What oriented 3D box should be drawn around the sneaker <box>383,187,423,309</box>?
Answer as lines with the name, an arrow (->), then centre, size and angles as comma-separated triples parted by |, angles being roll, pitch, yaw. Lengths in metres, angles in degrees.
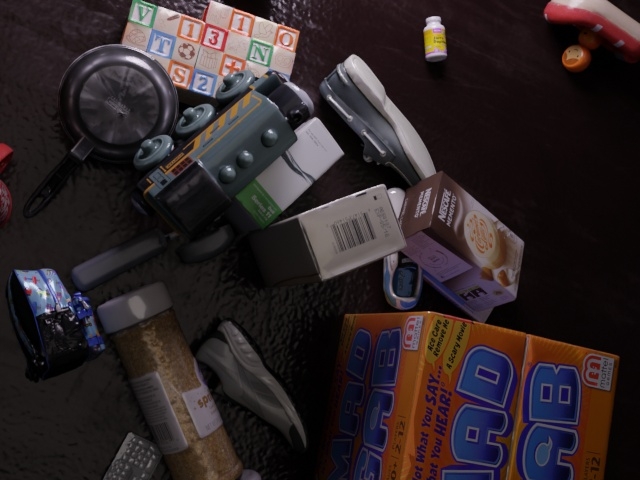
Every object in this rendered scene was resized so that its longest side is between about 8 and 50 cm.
sneaker -> 0.158, 0.014, 1.525 | 0.085, 0.086, 0.237 | -2, 84, -18

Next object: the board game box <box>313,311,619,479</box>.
board game box -> 0.232, 0.332, 1.374 | 0.356, 0.356, 0.356 | 14, 80, -18

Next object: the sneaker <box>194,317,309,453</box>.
sneaker -> -0.115, 0.268, 1.408 | 0.108, 0.100, 0.271 | -38, 94, -4

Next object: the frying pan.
frying pan -> -0.390, -0.194, 1.320 | 0.326, 0.053, 0.197 | -30, 108, -9

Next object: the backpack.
backpack -> -0.432, 0.123, 1.277 | 0.117, 0.158, 0.173 | -19, 79, -28

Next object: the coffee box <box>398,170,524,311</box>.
coffee box -> 0.264, 0.005, 1.511 | 0.246, 0.098, 0.141 | 36, 51, -25

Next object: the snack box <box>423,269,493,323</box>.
snack box -> 0.271, 0.090, 1.589 | 0.178, 0.022, 0.064 | 39, 75, -12

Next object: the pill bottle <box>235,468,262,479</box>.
pill bottle -> -0.124, 0.545, 1.332 | 0.161, 0.161, 0.283 | -23, 92, -20

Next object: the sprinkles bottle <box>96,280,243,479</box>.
sprinkles bottle -> -0.251, 0.249, 1.340 | 0.121, 0.121, 0.355 | -24, 93, -20

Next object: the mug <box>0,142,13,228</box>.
mug -> -0.543, -0.086, 1.244 | 0.113, 0.169, 0.150 | 4, 84, -18

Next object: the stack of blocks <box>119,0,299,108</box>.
stack of blocks -> -0.203, -0.330, 1.429 | 0.297, 0.087, 0.171 | 14, 80, -17

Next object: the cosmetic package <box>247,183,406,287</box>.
cosmetic package -> 0.000, 0.000, 1.352 | 0.160, 0.309, 0.113 | -21, 91, -19

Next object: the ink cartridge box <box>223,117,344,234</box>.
ink cartridge box -> -0.077, -0.112, 1.418 | 0.208, 0.153, 0.087 | -44, 102, -17

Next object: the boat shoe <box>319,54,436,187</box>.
boat shoe -> 0.117, -0.202, 1.543 | 0.099, 0.116, 0.319 | -30, 106, 24

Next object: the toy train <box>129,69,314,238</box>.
toy train -> -0.159, -0.146, 1.298 | 0.334, 0.190, 0.142 | -41, 126, -8

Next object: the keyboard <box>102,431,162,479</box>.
keyboard -> -0.353, 0.452, 1.340 | 0.072, 0.014, 0.256 | 31, 76, -14

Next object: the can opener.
can opener -> -0.281, 0.028, 1.375 | 0.283, 0.076, 0.095 | -29, 94, -18

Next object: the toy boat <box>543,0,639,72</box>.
toy boat -> 0.570, -0.428, 1.699 | 0.231, 0.151, 0.151 | 28, 105, -15

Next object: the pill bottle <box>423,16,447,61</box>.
pill bottle -> 0.230, -0.406, 1.612 | 0.043, 0.043, 0.083 | -3, 86, -20
